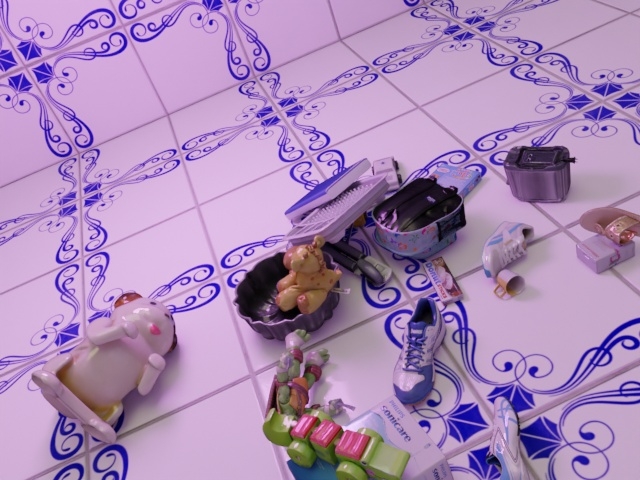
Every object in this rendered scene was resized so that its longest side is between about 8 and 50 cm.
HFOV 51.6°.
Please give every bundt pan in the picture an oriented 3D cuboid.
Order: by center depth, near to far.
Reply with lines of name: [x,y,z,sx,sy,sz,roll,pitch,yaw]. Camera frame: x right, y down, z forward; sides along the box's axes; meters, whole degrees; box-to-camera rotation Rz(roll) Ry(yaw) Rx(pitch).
bundt pan: [-0.086,0.170,1.984,0.331,0.124,0.330,-14,38,11]

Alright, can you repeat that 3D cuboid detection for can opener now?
can opener: [0.104,0.055,2.048,0.280,0.093,0.074,30,73,39]

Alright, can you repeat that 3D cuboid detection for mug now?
mug: [0.510,0.113,1.817,0.078,0.062,0.064,-21,28,-11]

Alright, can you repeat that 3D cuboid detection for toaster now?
toaster: [0.686,-0.206,2.056,0.227,0.146,0.129,4,44,31]

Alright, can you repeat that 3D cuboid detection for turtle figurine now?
turtle figurine: [-0.019,0.345,1.678,0.198,0.274,0.266,17,35,-7]

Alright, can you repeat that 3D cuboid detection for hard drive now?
hard drive: [0.020,-0.174,2.293,0.210,0.040,0.319,-41,10,-29]

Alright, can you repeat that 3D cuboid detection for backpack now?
backpack: [0.289,-0.058,2.024,0.254,0.191,0.225,-28,41,-24]

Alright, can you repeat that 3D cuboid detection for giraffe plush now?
giraffe plush: [-0.039,0.084,1.823,0.210,0.170,0.181,-9,38,16]

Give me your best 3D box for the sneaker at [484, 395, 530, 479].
sneaker: [0.397,0.438,1.442,0.086,0.085,0.237,-7,38,11]

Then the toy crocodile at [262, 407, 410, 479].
toy crocodile: [0.028,0.431,1.406,0.341,0.105,0.115,9,44,36]

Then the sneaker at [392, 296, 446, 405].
sneaker: [0.240,0.273,1.690,0.112,0.131,0.296,0,43,23]

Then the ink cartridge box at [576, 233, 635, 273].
ink cartridge box: [0.773,0.026,1.801,0.123,0.052,0.088,-23,37,-7]

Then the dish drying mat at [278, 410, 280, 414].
dish drying mat: [-0.096,0.433,1.755,0.032,0.008,0.083,-7,39,20]

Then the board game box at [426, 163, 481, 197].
board game box: [0.418,-0.175,2.238,0.160,0.039,0.211,21,54,42]

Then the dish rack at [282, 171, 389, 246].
dish rack: [0.060,-0.083,2.090,0.333,0.072,0.286,-42,15,-27]

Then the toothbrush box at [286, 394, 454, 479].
toothbrush box: [0.109,0.513,1.455,0.296,0.126,0.216,-31,36,-11]

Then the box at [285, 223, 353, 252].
box: [0.000,0.000,2.215,0.225,0.036,0.136,-5,48,23]

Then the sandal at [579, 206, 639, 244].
sandal: [0.800,-0.025,1.736,0.240,0.088,0.079,10,39,25]

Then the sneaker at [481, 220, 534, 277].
sneaker: [0.532,0.022,1.889,0.092,0.087,0.228,5,42,40]

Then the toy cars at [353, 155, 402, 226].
toy cars: [0.168,-0.193,2.344,0.177,0.087,0.393,17,51,40]

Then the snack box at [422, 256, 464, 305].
snack box: [0.354,0.116,1.919,0.064,0.022,0.178,-22,37,2]

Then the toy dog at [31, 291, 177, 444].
toy dog: [-0.586,0.346,1.933,0.408,0.284,0.395,-49,8,-30]
